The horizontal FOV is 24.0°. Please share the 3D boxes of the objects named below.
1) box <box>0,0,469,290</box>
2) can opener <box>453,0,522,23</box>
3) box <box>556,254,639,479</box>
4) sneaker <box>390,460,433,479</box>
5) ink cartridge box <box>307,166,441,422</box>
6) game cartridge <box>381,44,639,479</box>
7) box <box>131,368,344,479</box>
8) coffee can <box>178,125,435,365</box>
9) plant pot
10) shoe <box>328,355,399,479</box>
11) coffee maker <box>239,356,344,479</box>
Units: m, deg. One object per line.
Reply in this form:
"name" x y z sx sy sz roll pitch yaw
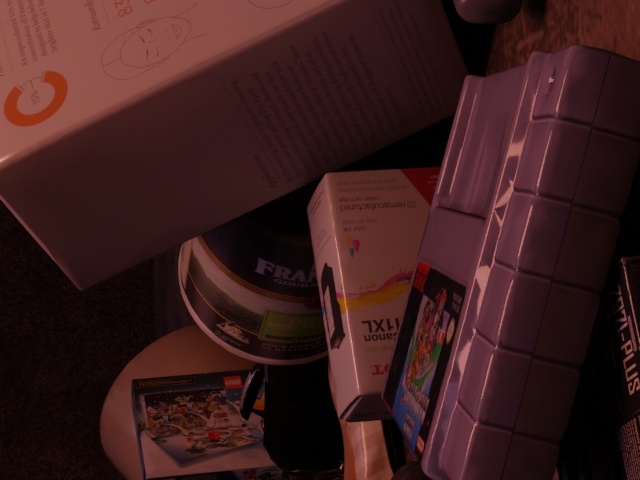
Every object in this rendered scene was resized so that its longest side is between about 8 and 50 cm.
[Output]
"box" -0.089 -0.150 1.160 0.168 0.345 0.215 60 -174 -51
"can opener" 0.075 -0.255 1.072 0.283 0.095 0.076 -98 10 -48
"box" 0.176 0.112 0.742 0.147 0.077 0.180 112 152 -67
"sneaker" 0.119 0.267 1.107 0.132 0.086 0.228 134 121 -69
"ink cartridge box" 0.069 0.039 1.129 0.072 0.127 0.175 119 145 -65
"game cartridge" 0.097 0.012 0.873 0.355 0.068 0.230 -134 63 -86
"box" -0.092 0.217 1.717 0.159 0.233 0.044 -108 18 -51
"coffee can" -0.022 -0.028 1.372 0.275 0.201 0.201 108 156 -63
"plant pot" -0.107 0.283 1.886 0.274 0.256 0.256 46 141 48
"shoe" 0.050 0.177 1.476 0.076 0.058 0.219 45 -144 -60
"coffee maker" 0.000 0.152 1.602 0.171 0.120 0.178 34 132 46
